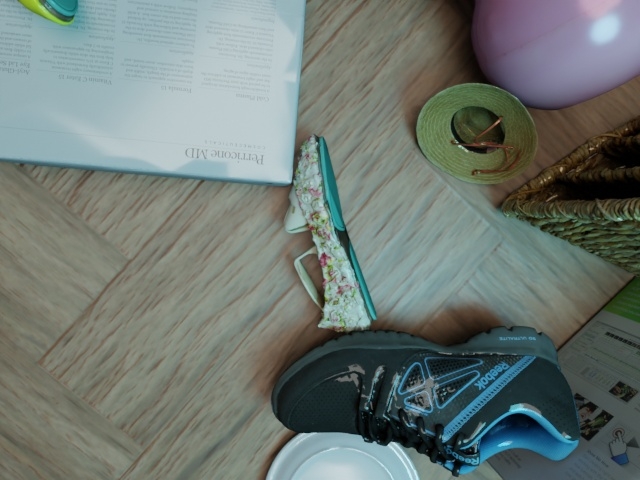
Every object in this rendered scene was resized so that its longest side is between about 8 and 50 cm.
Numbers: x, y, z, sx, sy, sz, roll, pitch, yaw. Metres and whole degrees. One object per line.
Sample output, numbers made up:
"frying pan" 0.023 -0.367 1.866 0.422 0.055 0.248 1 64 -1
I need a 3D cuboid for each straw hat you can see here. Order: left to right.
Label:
"straw hat" 0.191 -0.140 0.637 0.144 0.144 0.061 32 52 -7

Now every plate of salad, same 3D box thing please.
"plate of salad" 0.028 0.324 0.661 0.199 0.048 0.200 0 86 1

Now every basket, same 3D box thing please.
"basket" 0.377 -0.078 0.543 0.222 0.299 0.214 24 91 -7

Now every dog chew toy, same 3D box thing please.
"dog chew toy" 0.228 -0.311 0.552 0.206 0.206 0.332 -30 101 -3

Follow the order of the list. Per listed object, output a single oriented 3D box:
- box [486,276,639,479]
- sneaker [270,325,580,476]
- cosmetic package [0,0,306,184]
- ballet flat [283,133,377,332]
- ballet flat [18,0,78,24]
"box" 0.342 0.183 0.592 0.322 0.232 0.058 -44 101 -1
"sneaker" 0.111 0.181 0.589 0.340 0.140 0.125 -8 130 3
"cosmetic package" -0.208 -0.216 0.575 0.376 0.097 0.285 5 91 -6
"ballet flat" 0.000 0.000 0.620 0.077 0.091 0.241 -16 93 9
"ballet flat" -0.299 -0.294 0.487 0.077 0.077 0.231 -22 92 17
